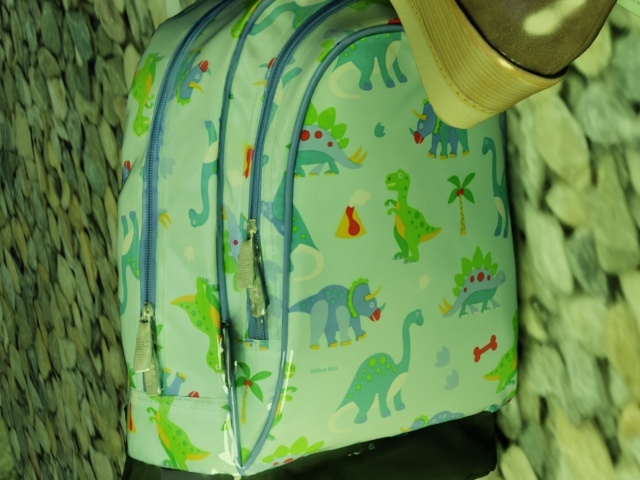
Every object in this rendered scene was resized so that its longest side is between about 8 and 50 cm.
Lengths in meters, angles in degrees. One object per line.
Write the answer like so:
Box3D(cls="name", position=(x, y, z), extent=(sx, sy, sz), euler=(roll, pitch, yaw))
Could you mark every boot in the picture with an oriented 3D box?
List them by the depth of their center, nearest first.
Box3D(cls="boot", position=(0.097, -0.208, 0.759), extent=(0.207, 0.090, 0.248), euler=(-45, 60, 44))

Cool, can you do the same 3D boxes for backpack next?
Box3D(cls="backpack", position=(0.000, 0.000, 0.921), extent=(0.273, 0.290, 0.356), euler=(-19, 78, 53))

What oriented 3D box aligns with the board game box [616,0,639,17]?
Box3D(cls="board game box", position=(0.202, -0.204, 0.675), extent=(0.317, 0.046, 0.214), euler=(46, 138, 44))
